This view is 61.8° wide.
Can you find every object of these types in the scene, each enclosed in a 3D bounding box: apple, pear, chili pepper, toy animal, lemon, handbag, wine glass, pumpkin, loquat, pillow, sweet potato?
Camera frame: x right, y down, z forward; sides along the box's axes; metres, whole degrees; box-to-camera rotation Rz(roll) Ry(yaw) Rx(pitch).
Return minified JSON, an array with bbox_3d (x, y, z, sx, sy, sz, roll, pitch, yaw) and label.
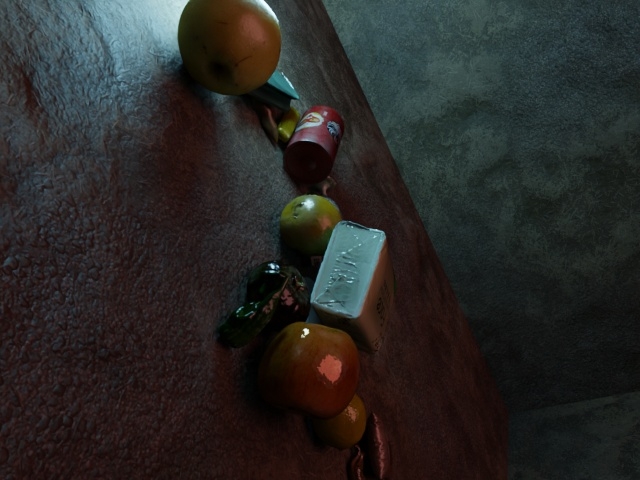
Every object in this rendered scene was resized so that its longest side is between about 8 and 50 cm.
[{"bbox_3d":[-0.029,0.369,1.553,0.299,0.299,0.275,39,64,-46],"label":"apple"},{"bbox_3d":[-0.296,-0.649,1.745,0.348,0.349,0.348,42,37,-43],"label":"pear"},{"bbox_3d":[-0.180,0.195,1.510,0.253,0.099,0.083,-51,145,-19],"label":"chili pepper"},{"bbox_3d":[0.141,0.825,1.824,0.099,0.057,0.241,14,60,-59],"label":"toy animal"},{"bbox_3d":[0.060,0.574,1.722,0.178,0.179,0.202,12,74,-60],"label":"lemon"},{"bbox_3d":[-0.231,-0.634,2.073,0.238,0.089,0.326,56,23,20],"label":"handbag"},{"bbox_3d":[0.016,-0.143,2.209,0.126,0.127,0.241,38,38,-46],"label":"wine glass"},{"bbox_3d":[-0.122,0.172,1.681,0.238,0.159,0.237,41,34,-37],"label":"pumpkin"},{"bbox_3d":[-0.035,-0.044,1.935,0.244,0.244,0.243,42,37,-43],"label":"loquat"},{"bbox_3d":[0.213,0.751,1.940,0.223,0.084,0.236,62,16,-65],"label":"pillow"},{"bbox_3d":[-0.210,-0.486,2.098,0.065,0.051,0.218,-33,103,-23],"label":"sweet potato"}]

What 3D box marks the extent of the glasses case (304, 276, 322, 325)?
[{"bbox_3d":[-0.039,0.242,1.897,0.092,0.059,0.233,28,49,-51],"label":"glasses case"}]

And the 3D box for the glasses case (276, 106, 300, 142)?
[{"bbox_3d":[-0.137,-0.487,2.224,0.079,0.064,0.234,46,33,-22],"label":"glasses case"}]

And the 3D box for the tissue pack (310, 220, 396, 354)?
[{"bbox_3d":[0.135,0.180,1.898,0.405,0.205,0.331,63,44,-58],"label":"tissue pack"}]

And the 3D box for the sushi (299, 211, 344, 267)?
[{"bbox_3d":[0.000,0.000,2.079,0.215,0.050,0.192,-11,79,-18],"label":"sushi"}]

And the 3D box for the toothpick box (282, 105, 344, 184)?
[{"bbox_3d":[-0.022,-0.404,2.236,0.204,0.204,0.333,55,30,-26],"label":"toothpick box"}]
